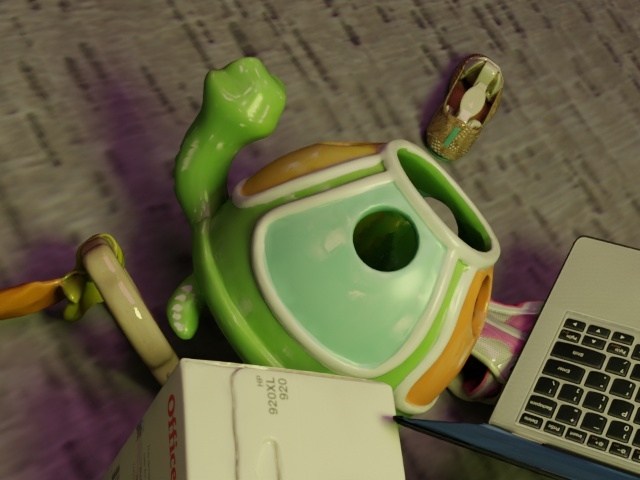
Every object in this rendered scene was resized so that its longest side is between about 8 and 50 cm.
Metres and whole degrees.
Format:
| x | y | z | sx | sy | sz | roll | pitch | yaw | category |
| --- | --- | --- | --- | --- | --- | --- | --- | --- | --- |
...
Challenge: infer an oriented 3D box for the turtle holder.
| x | y | z | sx | sy | sz | roll | pitch | yaw | category |
| --- | --- | --- | --- | --- | --- | --- | --- | --- | --- |
| 0.014 | 0.008 | 1.033 | 0.243 | 0.227 | 0.320 | 16 | 39 | -50 | turtle holder |

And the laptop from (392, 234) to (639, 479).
| x | y | z | sx | sy | sz | roll | pitch | yaw | category |
| --- | --- | --- | --- | --- | --- | --- | --- | --- | --- |
| 0.324 | 0.111 | 0.938 | 0.381 | 0.236 | 0.408 | 16 | 52 | 24 | laptop |

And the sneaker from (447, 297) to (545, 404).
| x | y | z | sx | sy | sz | roll | pitch | yaw | category |
| --- | --- | --- | --- | --- | --- | --- | --- | --- | --- |
| 0.184 | 0.119 | 1.174 | 0.252 | 0.103 | 0.111 | 15 | 55 | -10 | sneaker |

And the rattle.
| x | y | z | sx | sy | sz | roll | pitch | yaw | category |
| --- | --- | --- | --- | --- | --- | --- | --- | --- | --- |
| -0.182 | 0.106 | 1.003 | 0.142 | 0.130 | 0.200 | -34 | 108 | -24 | rattle |

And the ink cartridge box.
| x | y | z | sx | sy | sz | roll | pitch | yaw | category |
| --- | --- | --- | --- | --- | --- | --- | --- | --- | --- |
| -0.058 | 0.221 | 0.867 | 0.168 | 0.233 | 0.171 | 8 | 54 | -23 | ink cartridge box |

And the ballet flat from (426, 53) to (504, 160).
| x | y | z | sx | sy | sz | roll | pitch | yaw | category |
| --- | --- | --- | --- | --- | --- | --- | --- | --- | --- |
| 0.188 | -0.175 | 1.403 | 0.073 | 0.067 | 0.206 | 31 | 48 | -5 | ballet flat |
